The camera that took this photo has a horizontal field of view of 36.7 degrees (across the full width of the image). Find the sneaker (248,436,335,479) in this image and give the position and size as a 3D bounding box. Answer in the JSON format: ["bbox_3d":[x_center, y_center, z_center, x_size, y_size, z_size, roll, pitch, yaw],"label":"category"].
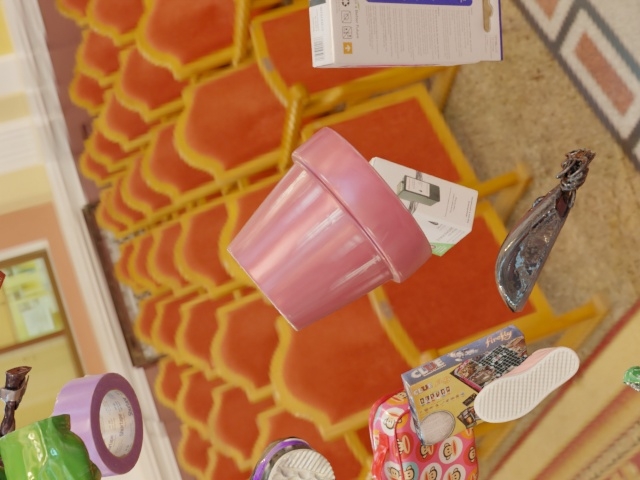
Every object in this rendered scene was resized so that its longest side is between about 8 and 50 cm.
[{"bbox_3d":[-0.058,0.378,1.185,0.146,0.102,0.294,-157,81,-70],"label":"sneaker"}]

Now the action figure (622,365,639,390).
[{"bbox_3d":[0.536,0.255,1.376,0.232,0.063,0.137,36,158,22],"label":"action figure"}]

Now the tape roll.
[{"bbox_3d":[-0.409,0.344,1.792,0.189,0.080,0.189,-13,-90,-72],"label":"tape roll"}]

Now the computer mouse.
[{"bbox_3d":[0.330,-0.020,1.477,0.272,0.072,0.188,-68,-11,19],"label":"computer mouse"}]

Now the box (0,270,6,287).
[{"bbox_3d":[-0.561,0.068,1.412,0.170,0.091,0.130,60,-138,-62],"label":"box"}]

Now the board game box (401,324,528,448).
[{"bbox_3d":[0.286,0.279,1.849,0.042,0.243,0.165,-129,19,-57],"label":"board game box"}]

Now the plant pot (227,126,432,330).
[{"bbox_3d":[0.000,0.000,1.123,0.201,0.180,0.201,49,175,5],"label":"plant pot"}]

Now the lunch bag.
[{"bbox_3d":[0.212,0.458,2.078,0.120,0.258,0.293,14,118,50],"label":"lunch bag"}]

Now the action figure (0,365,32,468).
[{"bbox_3d":[-0.673,0.407,2.018,0.099,0.185,0.285,-117,34,-82],"label":"action figure"}]

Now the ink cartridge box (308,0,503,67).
[{"bbox_3d":[0.145,-0.373,1.566,0.069,0.370,0.176,5,100,56],"label":"ink cartridge box"}]

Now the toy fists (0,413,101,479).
[{"bbox_3d":[-0.422,0.346,1.327,0.096,0.279,0.142,11,-123,-67],"label":"toy fists"}]

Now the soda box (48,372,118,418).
[{"bbox_3d":[-0.569,0.420,2.357,0.286,0.091,0.098,-67,-28,-76],"label":"soda box"}]

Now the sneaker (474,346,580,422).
[{"bbox_3d":[0.244,0.168,1.138,0.051,0.134,0.070,57,-170,8],"label":"sneaker"}]

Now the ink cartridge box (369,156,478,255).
[{"bbox_3d":[0.227,-0.084,2.493,0.211,0.289,0.122,128,157,-65],"label":"ink cartridge box"}]
